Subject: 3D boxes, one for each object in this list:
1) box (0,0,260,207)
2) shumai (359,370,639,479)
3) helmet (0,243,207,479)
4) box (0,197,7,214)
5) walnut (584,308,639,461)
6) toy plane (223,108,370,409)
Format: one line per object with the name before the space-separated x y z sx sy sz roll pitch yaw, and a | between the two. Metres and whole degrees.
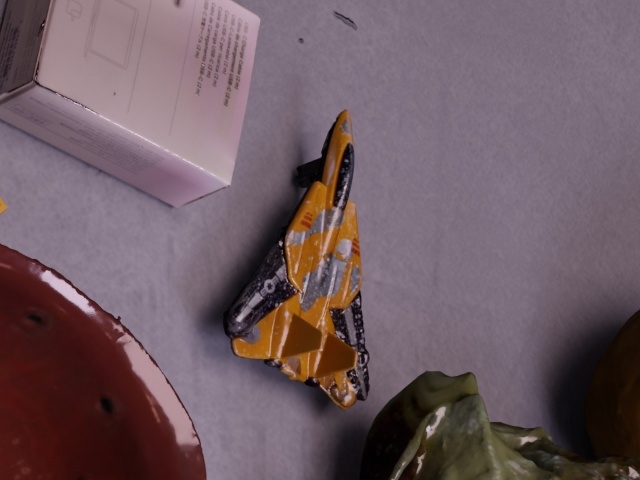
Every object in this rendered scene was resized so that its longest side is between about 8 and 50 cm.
box | -0.191 -0.178 1.917 0.252 0.106 0.203 27 58 -34
shumai | 0.183 0.296 1.976 0.348 0.395 0.395 46 46 5
helmet | -0.307 0.196 1.592 0.385 0.230 0.337 12 60 -52
box | -0.407 -0.100 1.634 0.274 0.174 0.076 57 45 -13
walnut | 0.486 0.220 2.284 0.354 0.308 0.398 56 44 -5
toy plane | -0.009 0.004 2.043 0.204 0.103 0.316 30 50 -36
